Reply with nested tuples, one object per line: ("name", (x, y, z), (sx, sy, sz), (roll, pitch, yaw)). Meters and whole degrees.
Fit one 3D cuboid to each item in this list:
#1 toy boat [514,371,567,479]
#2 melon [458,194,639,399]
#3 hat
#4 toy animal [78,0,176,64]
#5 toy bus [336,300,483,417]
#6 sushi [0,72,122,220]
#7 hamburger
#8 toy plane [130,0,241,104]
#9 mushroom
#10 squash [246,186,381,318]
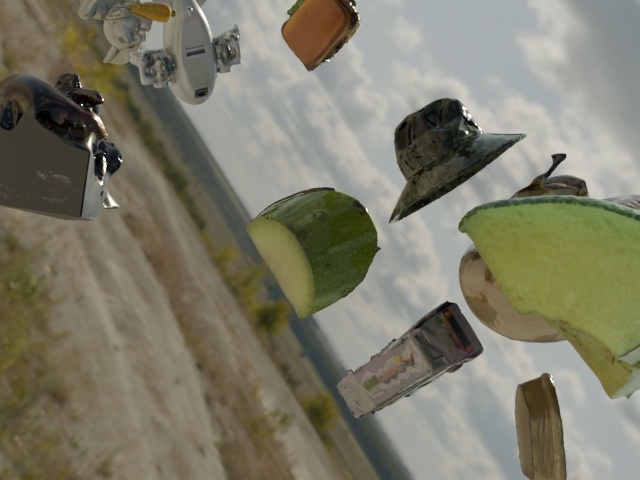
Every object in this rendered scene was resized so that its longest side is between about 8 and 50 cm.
("toy boat", (0.379, 0.324, 2.069), (0.116, 0.061, 0.188), (-178, -97, -88))
("melon", (0.356, 0.081, 1.474), (0.343, 0.331, 0.226), (22, 75, -66))
("hat", (0.181, -0.140, 1.813), (0.128, 0.265, 0.265), (61, -2, 5))
("toy animal", (-0.326, -0.367, 1.998), (0.127, 0.131, 0.181), (33, -17, 39))
("toy bus", (0.145, 0.218, 2.075), (0.112, 0.138, 0.317), (58, -35, 10))
("sushi", (-0.417, -0.149, 1.785), (0.227, 0.215, 0.212), (-43, 141, -83))
("hamburger", (0.004, -0.421, 2.307), (0.137, 0.166, 0.087), (54, 33, 10))
("toy plane", (-0.277, -0.404, 2.466), (0.118, 0.252, 0.252), (25, -30, 58))
("mushroom", (0.395, 0.007, 1.958), (0.362, 0.362, 0.294), (-145, -145, -84))
("squash", (-0.004, -0.003, 1.860), (0.192, 0.184, 0.085), (57, -2, 11))
